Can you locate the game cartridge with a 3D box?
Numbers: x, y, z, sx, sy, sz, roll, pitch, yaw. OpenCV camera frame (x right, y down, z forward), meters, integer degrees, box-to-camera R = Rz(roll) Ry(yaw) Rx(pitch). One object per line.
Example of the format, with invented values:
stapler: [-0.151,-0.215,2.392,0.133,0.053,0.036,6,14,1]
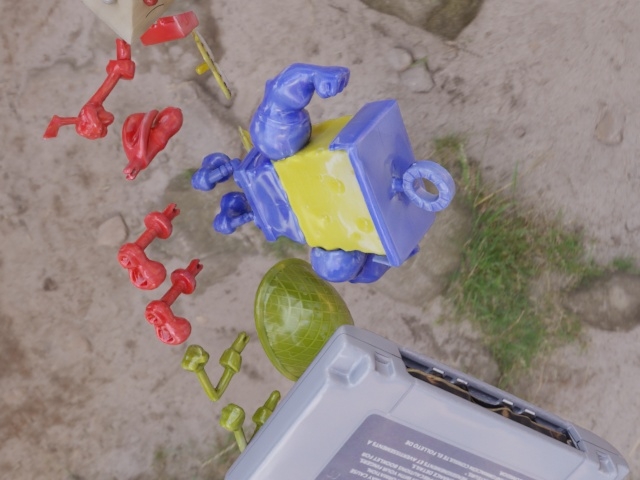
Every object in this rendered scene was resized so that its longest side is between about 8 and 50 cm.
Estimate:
game cartridge: [0.083,0.196,0.671,0.294,0.060,0.196,27,110,-23]

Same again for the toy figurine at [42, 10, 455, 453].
toy figurine: [0.000,0.000,0.617,0.217,0.191,0.362,-3,124,32]

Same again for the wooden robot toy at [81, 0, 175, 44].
wooden robot toy: [-0.042,-0.154,0.266,0.076,0.079,0.173,17,85,-15]
